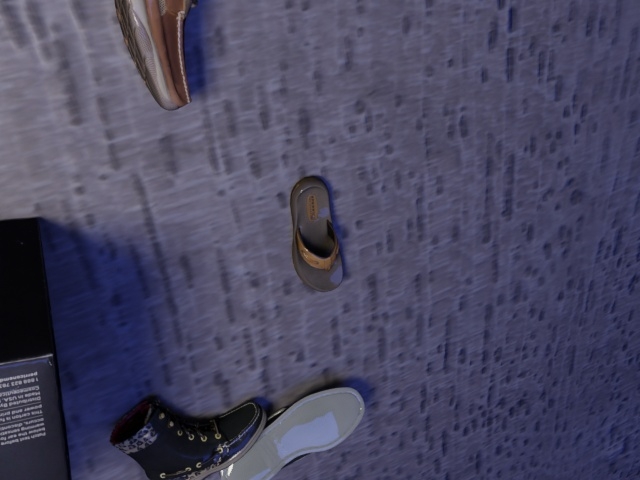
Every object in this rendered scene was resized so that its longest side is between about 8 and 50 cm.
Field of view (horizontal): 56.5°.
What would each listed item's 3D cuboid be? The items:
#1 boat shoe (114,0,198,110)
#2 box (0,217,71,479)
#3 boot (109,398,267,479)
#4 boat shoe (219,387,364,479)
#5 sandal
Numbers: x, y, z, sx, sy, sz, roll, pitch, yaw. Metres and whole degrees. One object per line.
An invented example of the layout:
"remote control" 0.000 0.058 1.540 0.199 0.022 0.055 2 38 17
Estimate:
"boat shoe" -0.189 -0.317 0.711 0.117 0.123 0.324 -18 123 -20
"box" -0.410 0.183 0.717 0.179 0.343 0.312 -6 118 -25
"boot" -0.227 0.334 1.047 0.236 0.085 0.178 -35 123 -6
"boat shoe" -0.058 0.374 1.154 0.303 0.091 0.114 -23 88 -13
"sandal" 0.000 0.000 1.005 0.090 0.060 0.219 -15 121 -20
